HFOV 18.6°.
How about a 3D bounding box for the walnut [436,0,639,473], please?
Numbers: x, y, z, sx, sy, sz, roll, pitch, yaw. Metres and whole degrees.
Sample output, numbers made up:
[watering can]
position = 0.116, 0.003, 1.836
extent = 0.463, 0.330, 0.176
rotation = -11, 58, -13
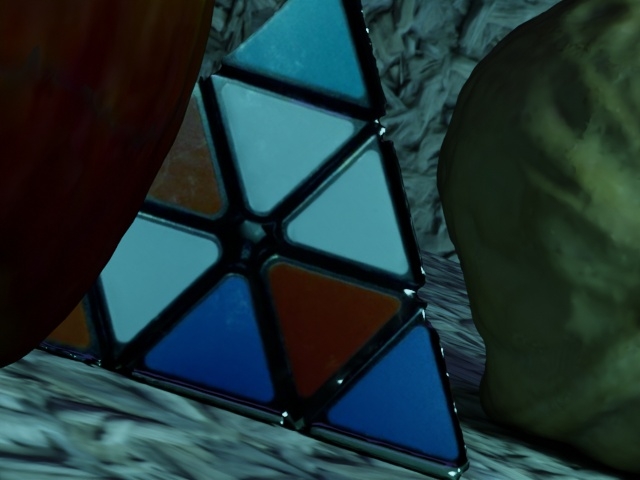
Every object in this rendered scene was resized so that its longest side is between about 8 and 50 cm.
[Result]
[walnut]
position = 0.242, -0.002, 1.295
extent = 0.381, 0.381, 0.381
rotation = 19, 4, -1

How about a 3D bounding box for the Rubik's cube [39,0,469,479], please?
[Rubik's cube]
position = -0.010, 0.065, 1.076
extent = 0.234, 0.284, 0.250
rotation = 41, -23, 20

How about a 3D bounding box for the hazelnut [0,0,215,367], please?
[hazelnut]
position = -0.209, -0.119, 0.588
extent = 0.402, 0.402, 0.429
rotation = 21, -1, 29
